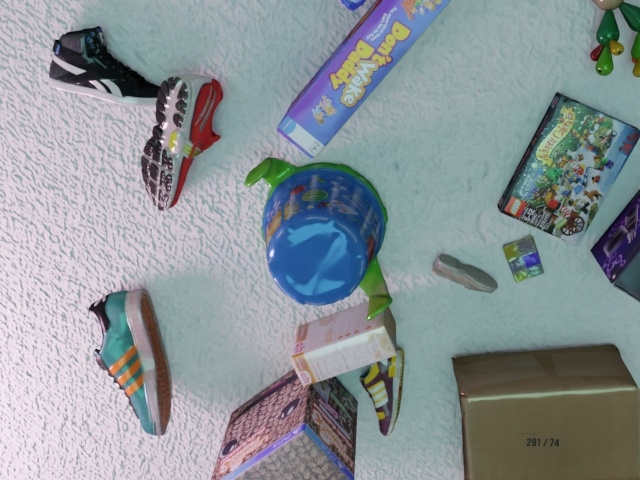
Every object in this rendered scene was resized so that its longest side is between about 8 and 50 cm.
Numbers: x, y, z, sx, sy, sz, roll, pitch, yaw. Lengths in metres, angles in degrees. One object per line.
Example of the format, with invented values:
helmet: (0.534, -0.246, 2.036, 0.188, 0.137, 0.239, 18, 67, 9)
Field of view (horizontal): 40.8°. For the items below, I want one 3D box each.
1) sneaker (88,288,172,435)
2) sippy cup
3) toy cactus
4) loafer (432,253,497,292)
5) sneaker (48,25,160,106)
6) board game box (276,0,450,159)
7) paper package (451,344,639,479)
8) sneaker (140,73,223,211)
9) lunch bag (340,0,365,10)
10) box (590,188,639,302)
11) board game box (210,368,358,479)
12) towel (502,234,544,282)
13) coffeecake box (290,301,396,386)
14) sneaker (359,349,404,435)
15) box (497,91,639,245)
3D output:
sneaker: (-0.373, 0.244, 1.692, 0.121, 0.108, 0.302, -8, 101, 7)
sippy cup: (0.000, 0.000, 1.514, 0.306, 0.224, 0.240, 15, 109, -1)
toy cactus: (0.513, -0.383, 1.424, 0.180, 0.112, 0.219, 43, 110, 9)
loafer: (0.271, 0.069, 1.620, 0.125, 0.045, 0.039, 27, 126, 1)
sneaker: (-0.369, -0.309, 1.506, 0.217, 0.079, 0.121, 11, 110, 1)
board game box: (0.077, -0.307, 1.395, 0.078, 0.233, 0.347, 39, 108, -9)
paper package: (0.430, 0.374, 1.647, 0.325, 0.168, 0.309, -6, 110, 5)
sneaker: (-0.237, -0.167, 1.538, 0.107, 0.118, 0.279, 47, 130, 30)
lunch bag: (0.043, -0.492, 1.219, 0.293, 0.138, 0.221, 48, 119, -2)
box: (0.602, -0.030, 1.484, 0.103, 0.184, 0.261, 32, 108, -8)
board game box: (-0.064, 0.389, 1.619, 0.232, 0.291, 0.141, -37, 103, 14)
towel: (0.381, 0.035, 1.613, 0.060, 0.009, 0.083, -19, 107, 9)
coffeecake box: (0.046, 0.188, 1.619, 0.186, 0.142, 0.068, -20, 106, 11)
sneaker: (0.118, 0.295, 1.698, 0.084, 0.069, 0.185, 8, 104, 10)
box: (0.441, -0.125, 1.534, 0.159, 0.044, 0.233, 23, 109, -4)
